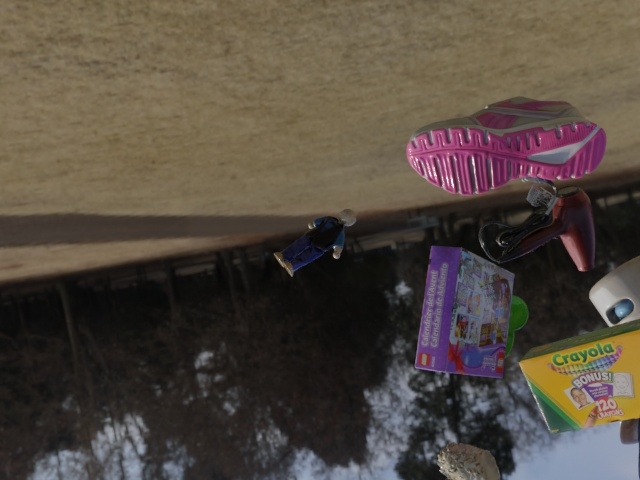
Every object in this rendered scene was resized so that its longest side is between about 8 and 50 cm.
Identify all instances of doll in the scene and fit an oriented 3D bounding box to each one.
[{"bbox_3d":[0.000,0.000,1.575,0.189,0.046,0.129,-37,-135,-10],"label":"doll"}]

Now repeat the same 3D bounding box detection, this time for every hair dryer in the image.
[{"bbox_3d":[0.483,-0.023,1.602,0.294,0.223,0.080,28,-172,-19],"label":"hair dryer"}]

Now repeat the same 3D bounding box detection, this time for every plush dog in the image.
[{"bbox_3d":[0.262,0.521,1.358,0.225,0.262,0.210,-35,-155,42],"label":"plush dog"}]

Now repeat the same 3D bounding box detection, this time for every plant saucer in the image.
[{"bbox_3d":[0.897,0.417,2.023,0.050,0.310,0.311,23,-158,38],"label":"plant saucer"}]

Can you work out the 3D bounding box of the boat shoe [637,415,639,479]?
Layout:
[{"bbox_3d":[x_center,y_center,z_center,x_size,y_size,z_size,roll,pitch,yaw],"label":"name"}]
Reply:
[{"bbox_3d":[0.549,0.334,1.205,0.066,0.066,0.183,8,-155,20],"label":"boat shoe"}]

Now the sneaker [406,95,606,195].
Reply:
[{"bbox_3d":[0.241,-0.133,1.008,0.252,0.103,0.111,-2,-145,3],"label":"sneaker"}]

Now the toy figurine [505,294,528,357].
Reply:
[{"bbox_3d":[0.348,0.180,1.569,0.173,0.130,0.159,-40,171,4],"label":"toy figurine"}]

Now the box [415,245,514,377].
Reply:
[{"bbox_3d":[0.259,0.132,1.307,0.057,0.200,0.293,4,171,32],"label":"box"}]

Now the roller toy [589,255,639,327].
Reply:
[{"bbox_3d":[0.776,0.139,1.839,0.191,0.146,0.209,-34,157,10],"label":"roller toy"}]

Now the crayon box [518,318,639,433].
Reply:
[{"bbox_3d":[0.553,0.265,1.467,0.278,0.165,0.081,-26,179,39],"label":"crayon box"}]
